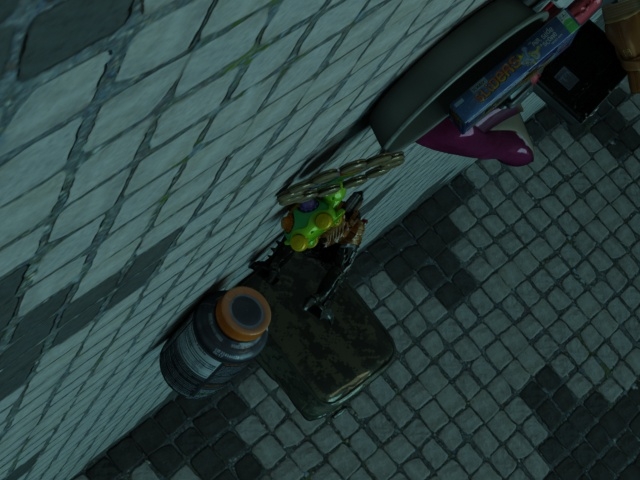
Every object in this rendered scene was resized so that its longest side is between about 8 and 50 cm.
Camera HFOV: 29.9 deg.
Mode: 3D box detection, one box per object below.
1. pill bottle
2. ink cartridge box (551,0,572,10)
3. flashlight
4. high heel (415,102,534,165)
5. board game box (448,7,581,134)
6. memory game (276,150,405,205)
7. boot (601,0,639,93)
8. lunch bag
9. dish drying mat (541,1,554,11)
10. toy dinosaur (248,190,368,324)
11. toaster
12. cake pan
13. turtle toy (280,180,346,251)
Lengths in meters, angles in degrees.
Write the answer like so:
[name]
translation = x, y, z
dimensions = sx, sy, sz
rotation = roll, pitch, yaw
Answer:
[pill bottle]
translation = -0.170, 0.166, 2.004
dimensions = 0.130, 0.130, 0.246
rotation = -36, 174, -39
[ink cartridge box]
translation = 0.380, -0.404, 1.484
dimensions = 0.275, 0.060, 0.239
rotation = -41, 174, 15
[flashlight]
translation = 0.356, -0.329, 1.794
dimensions = 0.304, 0.103, 0.103
rotation = -43, -141, -6
[high heel]
translation = 0.259, -0.182, 2.046
dimensions = 0.181, 0.127, 0.377
rotation = -23, 161, 9
[board game box]
translation = 0.265, -0.230, 1.656
dimensions = 0.201, 0.035, 0.136
rotation = -40, 175, 2
[memory game]
translation = 0.029, -0.082, 1.608
dimensions = 0.186, 0.012, 0.186
rotation = -19, 174, -2
[boot]
translation = 0.621, -0.400, 2.276
dimensions = 0.109, 0.220, 0.283
rotation = -15, -172, 30
[lunch bag]
translation = -0.034, 0.185, 2.261
dimensions = 0.212, 0.305, 0.256
rotation = -35, 170, -26
[dish drying mat]
translation = 0.360, -0.367, 1.952
dimensions = 0.083, 0.008, 0.032
rotation = -44, 173, 39
[toy dinosaur]
translation = 0.000, 0.000, 1.999
dimensions = 0.218, 0.164, 0.322
rotation = -55, 156, 0
[toaster]
translation = 0.497, -0.339, 2.359
dimensions = 0.168, 0.185, 0.110
rotation = -48, 178, -1
[cake pan]
translation = 0.175, -0.221, 1.595
dimensions = 0.293, 0.054, 0.293
rotation = -40, 175, -4
[turtle toy]
translation = -0.008, -0.040, 1.764
dimensions = 0.130, 0.066, 0.095
rotation = -42, 175, 11
